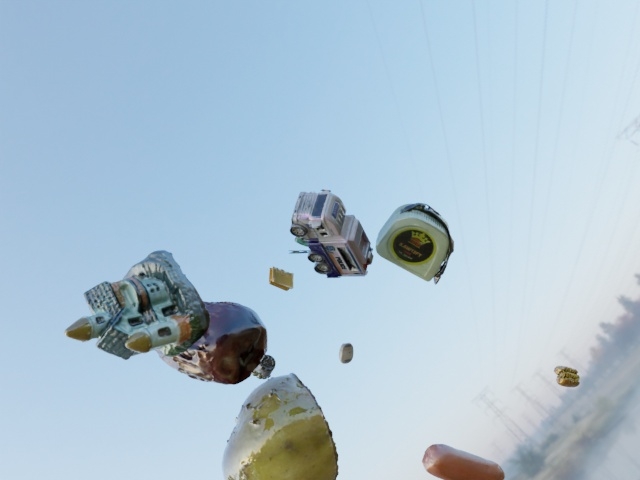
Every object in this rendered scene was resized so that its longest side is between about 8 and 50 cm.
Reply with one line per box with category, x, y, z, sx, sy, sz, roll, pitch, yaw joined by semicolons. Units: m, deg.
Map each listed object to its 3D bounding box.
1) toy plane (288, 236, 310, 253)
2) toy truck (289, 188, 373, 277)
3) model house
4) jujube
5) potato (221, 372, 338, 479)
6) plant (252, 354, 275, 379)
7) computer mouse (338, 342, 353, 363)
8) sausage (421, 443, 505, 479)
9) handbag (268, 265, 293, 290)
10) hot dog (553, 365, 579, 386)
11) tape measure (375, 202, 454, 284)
toy plane;0.000;0.000;2.000;0.235;0.096;0.060;-4;-7;10
toy truck;0.035;-0.016;1.533;0.268;0.155;0.124;59;-142;-47
model house;-0.456;0.177;1.351;0.291;0.253;0.184;-17;-19;-46
jujube;-0.337;0.308;1.747;0.258;0.376;0.258;4;-95;-57
potato;-0.160;0.646;1.785;0.319;0.385;0.442;-16;-33;-23
plant;-0.229;0.511;2.306;0.143;0.092;0.094;-53;14;56
computer mouse;0.108;0.481;2.431;0.066;0.039;0.096;-5;-79;-27
sausage;0.328;0.522;1.298;0.077;0.194;0.077;-160;90;-88
handbag;-0.122;0.118;1.760;0.083;0.061;0.027;26;-39;-38
hot dog;0.858;0.473;1.967;0.045;0.071;0.165;-27;-31;34
tape measure;0.302;-0.001;1.675;0.207;0.235;0.115;-57;8;34
